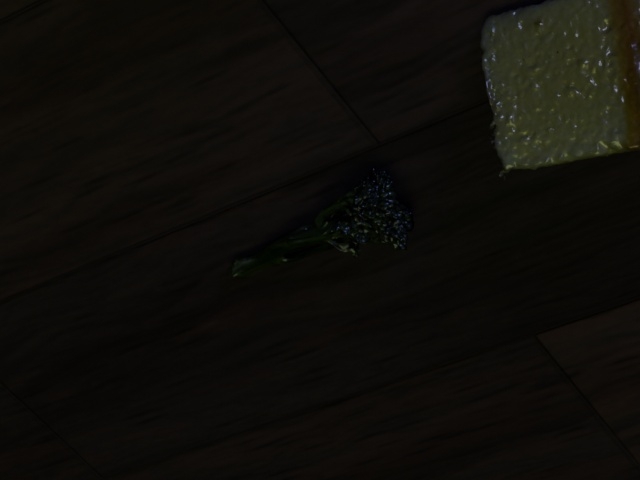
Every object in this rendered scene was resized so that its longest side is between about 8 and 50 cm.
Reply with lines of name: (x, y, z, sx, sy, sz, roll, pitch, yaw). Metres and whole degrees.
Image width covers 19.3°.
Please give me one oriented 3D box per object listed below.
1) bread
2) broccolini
bread: (0.206, -0.120, 1.427, 0.147, 0.127, 0.152, -9, 98, 22)
broccolini: (-0.005, 0.008, 1.596, 0.201, 0.058, 0.074, -30, 115, 33)
